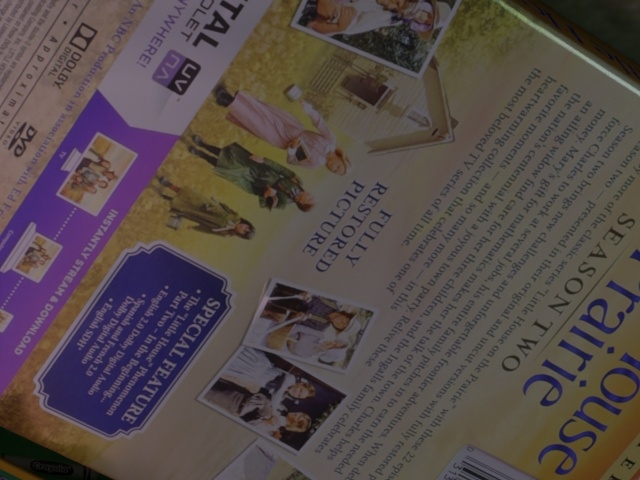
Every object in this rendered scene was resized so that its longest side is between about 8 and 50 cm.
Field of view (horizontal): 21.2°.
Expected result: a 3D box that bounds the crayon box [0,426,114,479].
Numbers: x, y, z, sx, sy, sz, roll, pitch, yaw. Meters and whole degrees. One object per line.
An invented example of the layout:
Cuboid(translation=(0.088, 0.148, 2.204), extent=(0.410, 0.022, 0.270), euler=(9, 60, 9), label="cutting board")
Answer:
Cuboid(translation=(-0.242, 0.152, 1.224), extent=(0.278, 0.081, 0.165), euler=(31, 142, -24), label="crayon box")

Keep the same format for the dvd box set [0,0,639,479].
Cuboid(translation=(0.000, 0.000, 0.811), extent=(0.420, 0.062, 0.307), euler=(28, 111, -21), label="dvd box set")
